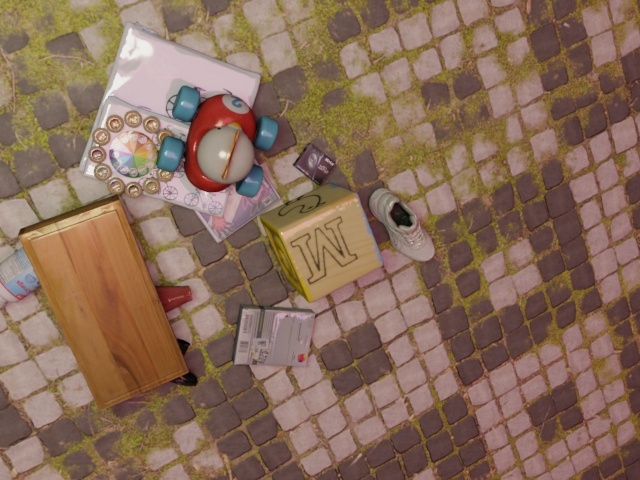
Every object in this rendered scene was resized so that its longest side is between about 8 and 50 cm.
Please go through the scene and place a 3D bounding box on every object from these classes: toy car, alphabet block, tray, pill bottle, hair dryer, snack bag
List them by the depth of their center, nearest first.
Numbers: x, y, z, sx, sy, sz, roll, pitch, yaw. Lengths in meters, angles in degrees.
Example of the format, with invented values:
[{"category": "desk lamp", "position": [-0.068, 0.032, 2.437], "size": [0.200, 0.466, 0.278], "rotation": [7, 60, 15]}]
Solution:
[{"category": "toy car", "position": [-0.188, -0.193, 1.323], "size": [0.219, 0.238, 0.210], "rotation": [18, 92, -22]}, {"category": "tray", "position": [-0.443, 0.133, 1.383], "size": [0.202, 0.076, 0.411], "rotation": [-22, 111, -14]}, {"category": "pill bottle", "position": [-0.630, 0.073, 1.386], "size": [0.160, 0.087, 0.087], "rotation": [-38, 112, -6]}, {"category": "snack bag", "position": [-0.311, -0.254, 1.428], "size": [0.322, 0.037, 0.343], "rotation": [18, 94, -18]}, {"category": "hair dryer", "position": [-0.420, 0.083, 1.465], "size": [0.293, 0.080, 0.224], "rotation": [28, 92, -23]}, {"category": "alphabet block", "position": [0.000, 0.000, 1.530], "size": [0.197, 0.192, 0.194], "rotation": [-27, 108, -12]}]

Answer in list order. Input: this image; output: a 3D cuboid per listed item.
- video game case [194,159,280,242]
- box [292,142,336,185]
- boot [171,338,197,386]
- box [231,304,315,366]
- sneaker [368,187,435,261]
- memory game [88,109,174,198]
[{"category": "video game case", "position": [-0.218, -0.126, 1.513], "size": [0.183, 0.023, 0.201], "rotation": [-36, 112, -7]}, {"category": "box", "position": [-0.014, -0.180, 1.572], "size": [0.083, 0.018, 0.067], "rotation": [38, 90, -22]}, {"category": "boot", "position": [-0.334, 0.285, 1.563], "size": [0.121, 0.045, 0.099], "rotation": [19, 93, -21]}, {"category": "box", "position": [-0.115, 0.236, 1.627], "size": [0.186, 0.038, 0.145], "rotation": [6, 102, -19]}, {"category": "sneaker", "position": [0.213, -0.025, 1.634], "size": [0.090, 0.115, 0.232], "rotation": [-46, 112, -4]}, {"category": "memory game", "position": [-0.392, -0.180, 1.393], "size": [0.186, 0.012, 0.186], "rotation": [-2, 100, -14]}]
